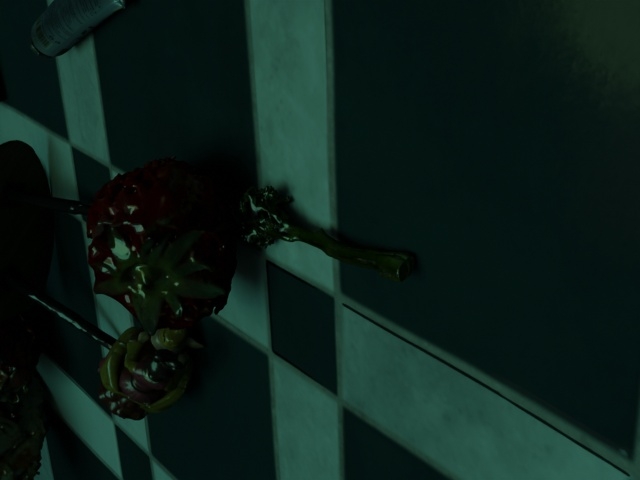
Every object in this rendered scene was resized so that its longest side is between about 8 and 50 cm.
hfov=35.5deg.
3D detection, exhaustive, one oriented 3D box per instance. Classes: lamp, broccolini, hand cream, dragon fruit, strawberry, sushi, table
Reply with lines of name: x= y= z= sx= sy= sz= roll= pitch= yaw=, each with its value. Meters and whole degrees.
lamp: x=-0.225 y=0.161 z=1.337 sx=0.118 sy=0.118 sz=0.253 roll=61 pitch=147 yaw=13
broccolini: x=0.003 y=-0.007 z=0.995 sx=0.254 sy=0.071 sz=0.057 roll=15 pitch=78 yaw=44
hand cream: x=-0.309 y=-0.290 z=1.265 sx=0.256 sy=0.055 sz=0.088 roll=-20 pitch=83 yaw=55
dragon fruit: x=-0.618 y=0.166 z=1.789 sx=0.299 sy=0.244 sz=0.244 roll=40 pitch=137 yaw=34
strawberry: x=-0.173 y=-0.012 z=1.127 sx=0.184 sy=0.187 sz=0.201 roll=-47 pitch=25 yaw=23
sushi: x=-0.702 y=0.343 z=1.879 sx=0.417 sy=0.417 sz=0.176 roll=49 pitch=131 yaw=29
table: x=-0.419 y=0.062 z=1.493 sx=0.249 sy=0.317 sz=0.317 roll=26 pitch=129 yaw=29

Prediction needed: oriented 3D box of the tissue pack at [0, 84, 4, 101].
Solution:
tissue pack: x=-0.586 y=-0.300 z=1.614 sx=0.090 sy=0.103 sz=0.170 roll=23 pitch=125 yaw=53
